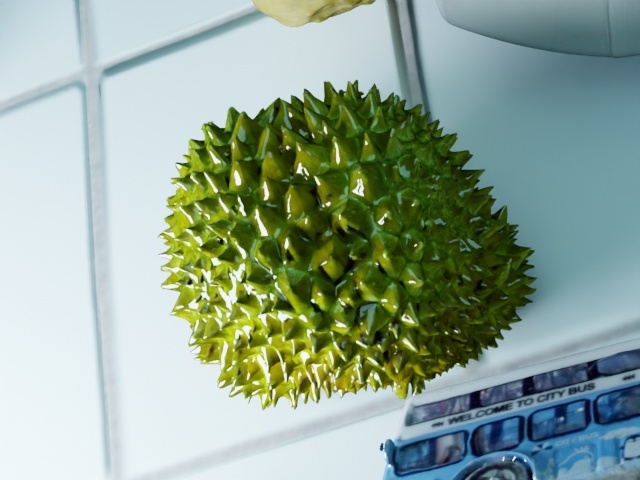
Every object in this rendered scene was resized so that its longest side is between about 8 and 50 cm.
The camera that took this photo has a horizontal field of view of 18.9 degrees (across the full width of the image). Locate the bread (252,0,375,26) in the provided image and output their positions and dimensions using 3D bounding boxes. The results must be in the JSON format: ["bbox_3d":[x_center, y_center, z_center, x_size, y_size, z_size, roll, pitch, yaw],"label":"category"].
[{"bbox_3d":[0.023,-0.263,1.329,0.134,0.244,0.244,13,63,5],"label":"bread"}]

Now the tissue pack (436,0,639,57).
[{"bbox_3d":[0.200,-0.291,1.236,0.236,0.229,0.333,5,62,11],"label":"tissue pack"}]

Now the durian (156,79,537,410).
[{"bbox_3d":[0.002,-0.001,1.194,0.237,0.176,0.200,4,40,42],"label":"durian"}]

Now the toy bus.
[{"bbox_3d":[0.182,0.120,1.040,0.297,0.106,0.131,-15,29,18],"label":"toy bus"}]
